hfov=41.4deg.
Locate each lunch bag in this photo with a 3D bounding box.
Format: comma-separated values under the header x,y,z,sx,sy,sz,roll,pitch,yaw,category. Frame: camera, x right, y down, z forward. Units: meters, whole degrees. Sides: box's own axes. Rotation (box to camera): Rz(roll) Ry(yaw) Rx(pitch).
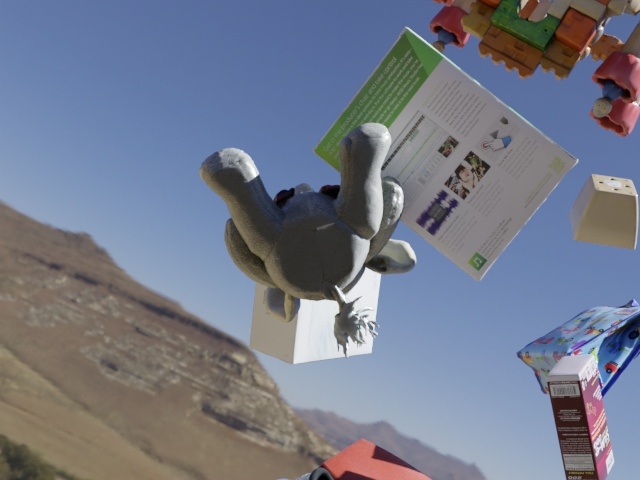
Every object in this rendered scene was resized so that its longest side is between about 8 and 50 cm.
x,y,z,sx,sy,sz,roll,pitch,yaw,category
0.656,0.232,2.023,0.138,0.293,0.221,55,-19,-6,lunch bag

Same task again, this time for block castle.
x,y,z,sx,sy,sz,roll,pitch,yaw,category
0.397,-0.372,1.558,0.453,0.213,0.303,34,2,18,block castle

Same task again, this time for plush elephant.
x,y,z,sx,sy,sz,roll,pitch,yaw,category
0.000,0.000,1.286,0.271,0.330,0.255,-18,1,-2,plush elephant

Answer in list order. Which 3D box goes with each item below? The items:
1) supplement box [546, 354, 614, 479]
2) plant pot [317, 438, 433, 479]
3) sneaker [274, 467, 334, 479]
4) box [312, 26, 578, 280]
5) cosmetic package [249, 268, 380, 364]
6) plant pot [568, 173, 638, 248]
x,y,z,sx,sy,sz,roll,pitch,yaw,category
0.535,0.370,1.742,0.073,0.240,0.130,-8,8,32,supplement box
0.081,0.589,1.819,0.236,0.267,0.267,46,29,20,plant pot
0.010,0.506,1.368,0.127,0.316,0.182,18,-47,-43,sneaker
0.183,-0.128,1.271,0.322,0.232,0.058,39,8,0,box
-0.005,0.114,1.696,0.224,0.224,0.138,-1,10,-45,cosmetic package
0.515,-0.058,1.522,0.108,0.096,0.109,9,29,7,plant pot
